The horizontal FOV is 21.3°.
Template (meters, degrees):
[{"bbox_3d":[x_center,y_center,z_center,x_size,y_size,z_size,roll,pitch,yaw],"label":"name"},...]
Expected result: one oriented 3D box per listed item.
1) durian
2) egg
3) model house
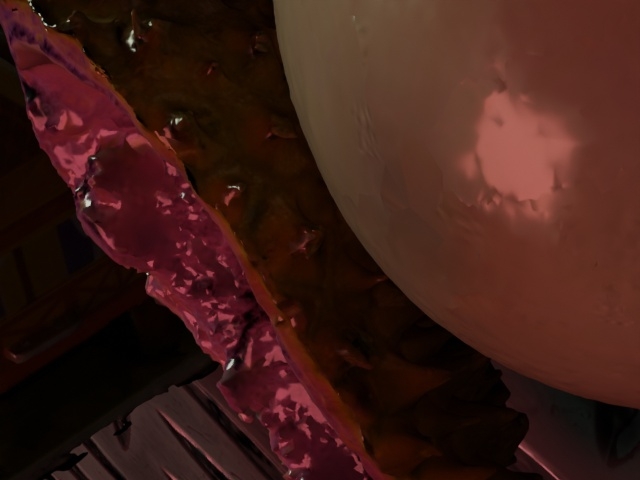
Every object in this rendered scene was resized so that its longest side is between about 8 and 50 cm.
[{"bbox_3d":[0.000,0.001,0.660,0.341,0.112,0.191,54,160,-3],"label":"durian"},{"bbox_3d":[0.063,-0.066,0.480,0.286,0.174,0.264,34,143,46],"label":"egg"},{"bbox_3d":[-0.265,-0.011,0.910,0.242,0.357,0.313,39,151,37],"label":"model house"}]
